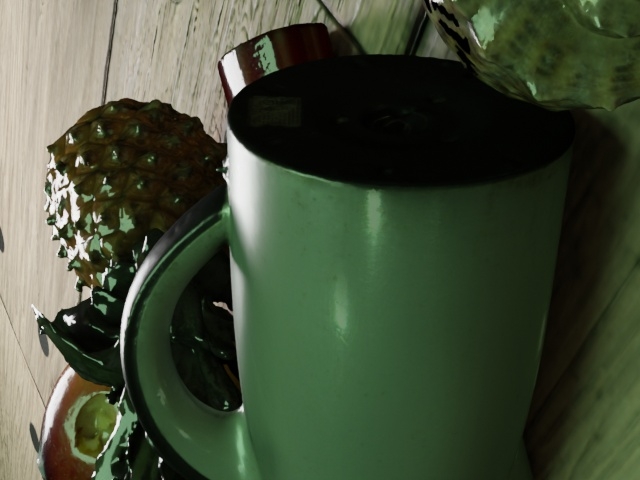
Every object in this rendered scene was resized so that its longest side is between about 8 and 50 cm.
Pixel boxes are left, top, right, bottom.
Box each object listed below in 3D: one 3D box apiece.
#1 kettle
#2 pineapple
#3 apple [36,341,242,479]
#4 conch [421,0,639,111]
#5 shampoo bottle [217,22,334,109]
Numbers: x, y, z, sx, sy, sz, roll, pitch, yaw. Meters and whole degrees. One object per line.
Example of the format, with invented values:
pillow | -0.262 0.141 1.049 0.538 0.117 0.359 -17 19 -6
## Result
kettle | 0.008 0.043 0.571 0.161 0.221 0.236 -94 4 -61
pineapple | -0.112 0.051 0.764 0.365 0.165 0.166 -107 23 -45
apple | -0.137 0.143 0.922 0.199 0.199 0.199 34 130 52
conch | 0.102 -0.140 0.465 0.155 0.130 0.207 -55 20 14
shampoo bottle | 0.000 0.000 0.716 0.102 0.064 0.260 -16 88 61
